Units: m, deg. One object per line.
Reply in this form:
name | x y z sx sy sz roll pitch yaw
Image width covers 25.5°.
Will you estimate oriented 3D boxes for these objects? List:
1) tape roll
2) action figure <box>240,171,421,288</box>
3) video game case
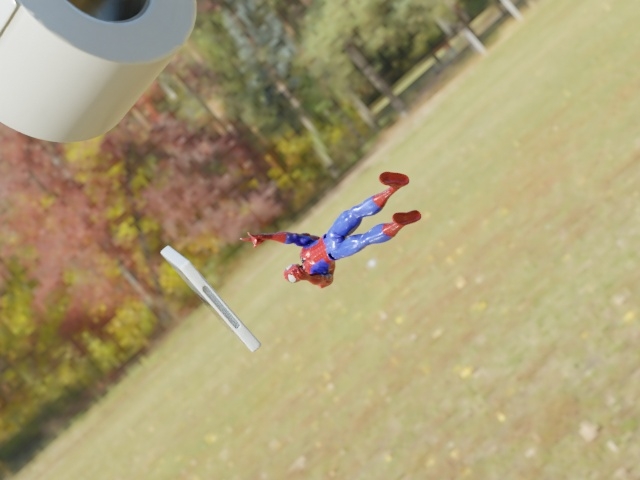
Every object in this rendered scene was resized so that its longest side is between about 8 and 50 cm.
tape roll | -0.285 -0.256 1.599 0.169 0.246 0.246 -41 2 46
action figure | 0.000 0.000 1.930 0.139 0.091 0.280 -3 -22 -33
video game case | -0.170 0.087 2.175 0.022 0.173 0.190 -41 15 -7
